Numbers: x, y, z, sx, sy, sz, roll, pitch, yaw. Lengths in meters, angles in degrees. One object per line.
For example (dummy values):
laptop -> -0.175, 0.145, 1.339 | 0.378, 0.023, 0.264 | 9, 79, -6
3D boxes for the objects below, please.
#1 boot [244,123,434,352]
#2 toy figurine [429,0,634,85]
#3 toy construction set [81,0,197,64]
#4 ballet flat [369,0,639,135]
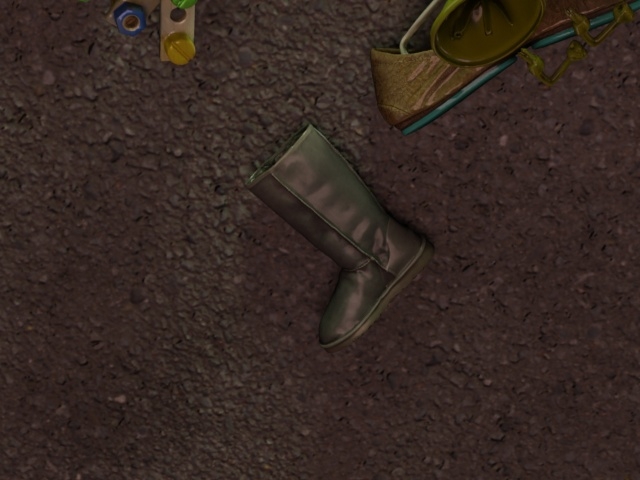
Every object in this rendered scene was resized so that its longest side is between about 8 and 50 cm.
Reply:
boot -> -0.001, 0.000, 2.071 | 0.208, 0.076, 0.189 | 38, 97, -21
toy figurine -> 0.242, -0.343, 1.790 | 0.191, 0.217, 0.362 | 9, 143, -35
toy construction set -> -0.161, -0.352, 1.828 | 0.215, 0.151, 0.328 | 20, 99, -25
ballet flat -> 0.197, -0.236, 1.947 | 0.342, 0.116, 0.124 | -28, 92, 18
